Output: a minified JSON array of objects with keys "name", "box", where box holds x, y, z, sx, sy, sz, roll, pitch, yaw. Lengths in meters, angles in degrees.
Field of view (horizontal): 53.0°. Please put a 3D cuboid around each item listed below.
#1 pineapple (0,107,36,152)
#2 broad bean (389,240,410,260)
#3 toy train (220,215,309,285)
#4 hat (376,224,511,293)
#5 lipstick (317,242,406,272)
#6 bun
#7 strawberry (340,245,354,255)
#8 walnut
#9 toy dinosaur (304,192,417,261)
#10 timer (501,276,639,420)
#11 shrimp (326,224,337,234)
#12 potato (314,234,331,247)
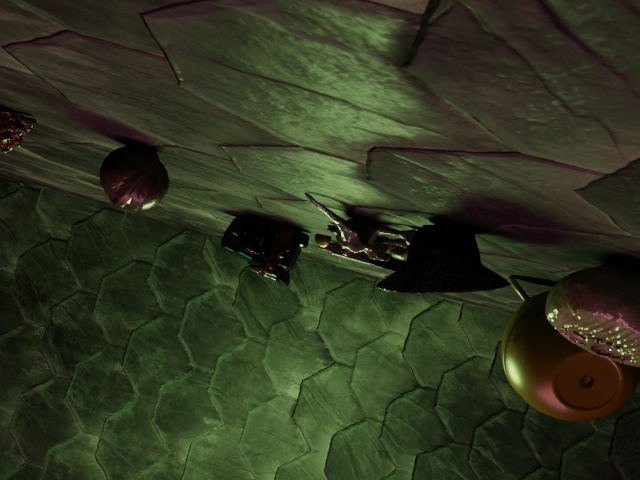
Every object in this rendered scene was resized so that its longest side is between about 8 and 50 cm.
[{"name":"pineapple","box":[-0.631,-0.240,1.319,0.114,0.114,0.077,-1,-150,5]},{"name":"broad bean","box":[0.224,0.028,1.657,0.070,0.048,0.213,16,174,-14]},{"name":"toy train","box":[-0.195,0.016,2.148,0.249,0.178,0.429,28,172,-12]},{"name":"hat","box":[0.242,0.034,1.259,0.266,0.128,0.265,2,-178,0]},{"name":"lipstick","box":[0.136,0.052,2.149,0.312,0.051,0.051,15,176,16]},{"name":"bun","box":[0.553,0.128,1.190,0.273,0.168,0.273,23,166,6]},{"name":"strawberry","box":[0.079,0.001,1.628,0.073,0.083,0.073,24,175,2]},{"name":"walnut","box":[-0.384,-0.129,1.329,0.140,0.140,0.162,18,165,-26]},{"name":"toy dinosaur","box":[0.094,-0.013,1.453,0.393,0.092,0.206,17,180,-41]},{"name":"timer","box":[0.640,0.272,1.681,0.376,0.376,0.387,16,-163,-2]},{"name":"shrimp","box":[0.066,-0.023,1.730,0.108,0.023,0.059,20,163,-40]},{"name":"potato","box":[-0.001,0.001,2.083,0.036,0.037,0.093,22,173,-20]}]
